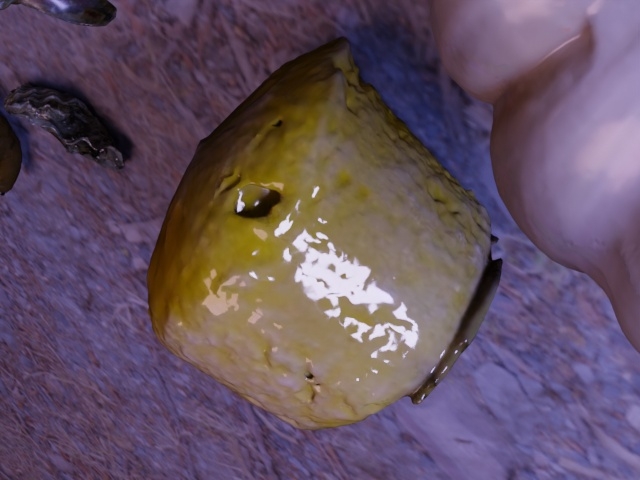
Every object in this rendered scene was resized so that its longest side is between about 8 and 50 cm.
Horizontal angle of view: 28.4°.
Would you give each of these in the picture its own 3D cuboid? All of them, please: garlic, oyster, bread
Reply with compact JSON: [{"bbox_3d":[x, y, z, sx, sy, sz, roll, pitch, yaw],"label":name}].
[{"bbox_3d":[0.156,-0.034,0.460,0.281,0.185,0.203,26,173,20],"label":"garlic"},{"bbox_3d":[-0.192,-0.089,0.972,0.100,0.037,0.098,33,172,-18],"label":"oyster"},{"bbox_3d":[-0.003,0.001,0.707,0.170,0.197,0.197,38,150,-10],"label":"bread"}]

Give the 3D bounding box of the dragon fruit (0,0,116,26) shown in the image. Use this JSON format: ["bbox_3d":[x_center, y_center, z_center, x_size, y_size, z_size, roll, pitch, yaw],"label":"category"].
[{"bbox_3d":[-0.245,-0.206,0.739,0.274,0.192,0.193,22,135,15],"label":"dragon fruit"}]

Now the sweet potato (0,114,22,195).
[{"bbox_3d":[-0.354,-0.155,1.020,0.124,0.098,0.310,-11,119,31],"label":"sweet potato"}]
